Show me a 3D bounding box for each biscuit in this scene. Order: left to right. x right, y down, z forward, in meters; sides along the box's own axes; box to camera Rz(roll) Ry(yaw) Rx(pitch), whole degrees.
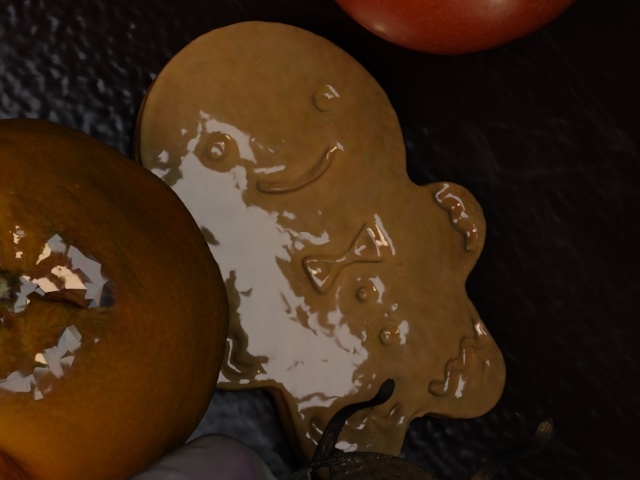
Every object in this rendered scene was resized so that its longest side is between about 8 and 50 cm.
[{"bbox_3d":[0.001,0.000,0.755,0.275,0.052,0.355,-23,88,-25],"label":"biscuit"}]

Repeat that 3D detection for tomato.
[{"bbox_3d":[0.106,-0.262,0.753,0.224,0.256,0.256,47,65,-24],"label":"tomato"}]

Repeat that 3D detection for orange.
[{"bbox_3d":[-0.173,0.037,0.598,0.249,0.183,0.249,5,73,-17],"label":"orange"}]

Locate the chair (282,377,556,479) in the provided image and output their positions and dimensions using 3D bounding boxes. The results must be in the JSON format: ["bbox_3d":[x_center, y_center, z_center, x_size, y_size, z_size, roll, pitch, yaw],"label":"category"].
[{"bbox_3d":[0.037,0.198,0.609,0.213,0.174,0.149,-23,117,-52],"label":"chair"}]

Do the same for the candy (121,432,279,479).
[{"bbox_3d":[-0.172,0.239,0.477,0.359,0.208,0.145,-31,84,6],"label":"candy"}]
